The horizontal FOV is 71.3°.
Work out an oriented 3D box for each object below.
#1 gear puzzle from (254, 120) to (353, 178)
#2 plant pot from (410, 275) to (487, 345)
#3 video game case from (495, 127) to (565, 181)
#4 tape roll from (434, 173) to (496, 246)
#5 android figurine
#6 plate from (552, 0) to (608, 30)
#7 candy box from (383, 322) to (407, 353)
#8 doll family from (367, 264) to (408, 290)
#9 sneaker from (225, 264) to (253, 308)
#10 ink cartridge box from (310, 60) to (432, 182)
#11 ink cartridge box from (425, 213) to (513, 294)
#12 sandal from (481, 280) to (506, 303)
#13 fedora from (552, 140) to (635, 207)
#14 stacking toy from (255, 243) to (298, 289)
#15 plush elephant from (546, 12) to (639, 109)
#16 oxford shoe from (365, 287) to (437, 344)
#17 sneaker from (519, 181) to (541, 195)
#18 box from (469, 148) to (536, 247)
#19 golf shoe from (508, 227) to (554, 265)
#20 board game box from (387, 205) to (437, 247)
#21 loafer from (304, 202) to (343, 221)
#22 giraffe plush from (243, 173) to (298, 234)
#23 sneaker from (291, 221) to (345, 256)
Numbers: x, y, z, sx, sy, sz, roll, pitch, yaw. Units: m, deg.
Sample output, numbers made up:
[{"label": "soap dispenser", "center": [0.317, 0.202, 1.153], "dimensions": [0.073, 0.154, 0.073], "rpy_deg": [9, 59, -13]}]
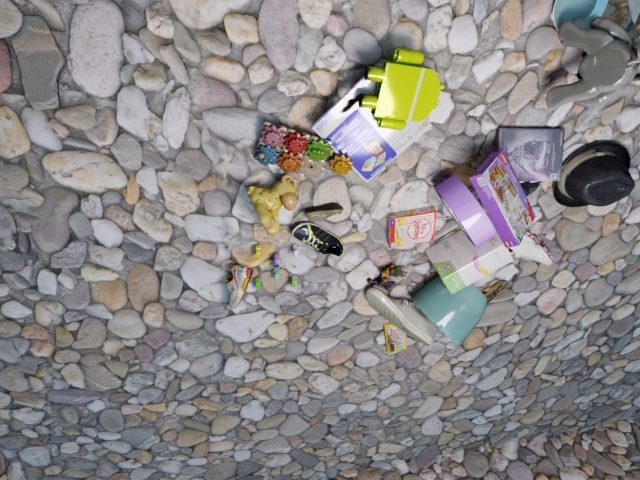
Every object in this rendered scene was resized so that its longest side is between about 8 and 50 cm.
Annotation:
[{"label": "gear puzzle", "center": [-0.051, -0.278, 1.512], "dimensions": [0.338, 0.044, 0.175], "rpy_deg": [14, 134, -12]}, {"label": "plant pot", "center": [0.583, 0.275, 1.966], "dimensions": [0.235, 0.293, 0.293], "rpy_deg": [-47, 123, 6]}, {"label": "video game case", "center": [0.783, -0.321, 1.672], "dimensions": [0.274, 0.026, 0.196], "rpy_deg": [-2, 99, -12]}, {"label": "tape roll", "center": [0.539, -0.110, 1.666], "dimensions": [0.090, 0.275, 0.275], "rpy_deg": [-34, 126, 12]}, {"label": "android figurine", "center": [0.259, -0.467, 1.401], "dimensions": [0.272, 0.056, 0.248], "rpy_deg": [0, 123, -15]}, {"label": "plate", "center": [0.822, -0.752, 1.417], "dimensions": [0.188, 0.024, 0.188], "rpy_deg": [-6, 128, -8]}, {"label": "candy box", "center": [0.374, 0.479, 2.218], "dimensions": [0.105, 0.027, 0.206], "rpy_deg": [-16, 128, -5]}, {"label": "doll family", "center": [0.285, 0.164, 1.939], "dimensions": [0.111, 0.076, 0.193], "rpy_deg": [17, 124, -28]}, {"label": "sneaker", "center": [-0.345, 0.185, 1.820], "dimensions": [0.092, 0.088, 0.225], "rpy_deg": [22, 120, -3]}, {"label": "ink cartridge box", "center": [0.173, -0.395, 1.510], "dimensions": [0.303, 0.072, 0.307], "rpy_deg": [-40, 122, 18]}, {"label": "ink cartridge box", "center": [0.640, 0.043, 1.843], "dimensions": [0.353, 0.207, 0.119], "rpy_deg": [-32, 125, 12]}, {"label": "sandal", "center": [0.807, 0.249, 2.137], "dimensions": [0.180, 0.049, 0.072], "rpy_deg": [-39, 131, -1]}, {"label": "fedora", "center": [1.118, -0.231, 1.784], "dimensions": [0.333, 0.153, 0.334], "rpy_deg": [-6, 127, -8]}, {"label": "stacking toy", "center": [-0.180, 0.108, 1.813], "dimensions": [0.166, 0.052, 0.221], "rpy_deg": [-2, 128, -9]}, {"label": "plush elephant", "center": [0.939, -0.577, 1.429], "dimensions": [0.255, 0.329, 0.272], "rpy_deg": [-25, 117, -40]}, {"label": "oxford shoe", "center": [0.378, 0.327, 2.051], "dimensions": [0.449, 0.169, 0.130], "rpy_deg": [38, 76, -25]}, {"label": "sneaker", "center": [0.778, -0.222, 1.760], "dimensions": [0.216, 0.079, 0.121], "rpy_deg": [-10, 127, -6]}, {"label": "box", "center": [0.651, -0.149, 1.581], "dimensions": [0.057, 0.201, 0.293], "rpy_deg": [-16, 111, 50]}, {"label": "golf shoe", "center": [0.908, 0.031, 1.970], "dimensions": [0.306, 0.115, 0.140], "rpy_deg": [35, 123, -24]}, {"label": "board game box", "center": [0.369, -0.054, 1.814], "dimensions": [0.193, 0.045, 0.147], "rpy_deg": [-11, 127, -5]}, {"label": "loafer", "center": [0.015, -0.105, 1.695], "dimensions": [0.147, 0.056, 0.050], "rpy_deg": [-5, 128, 4]}, {"label": "giraffe plush", "center": [-0.154, -0.143, 1.584], "dimensions": [0.170, 0.181, 0.210], "rpy_deg": [-26, 93, -5]}, {"label": "sneaker", "center": [0.000, 0.000, 1.739], "dimensions": [0.234, 0.097, 0.084], "rpy_deg": [18, 120, -24]}]
